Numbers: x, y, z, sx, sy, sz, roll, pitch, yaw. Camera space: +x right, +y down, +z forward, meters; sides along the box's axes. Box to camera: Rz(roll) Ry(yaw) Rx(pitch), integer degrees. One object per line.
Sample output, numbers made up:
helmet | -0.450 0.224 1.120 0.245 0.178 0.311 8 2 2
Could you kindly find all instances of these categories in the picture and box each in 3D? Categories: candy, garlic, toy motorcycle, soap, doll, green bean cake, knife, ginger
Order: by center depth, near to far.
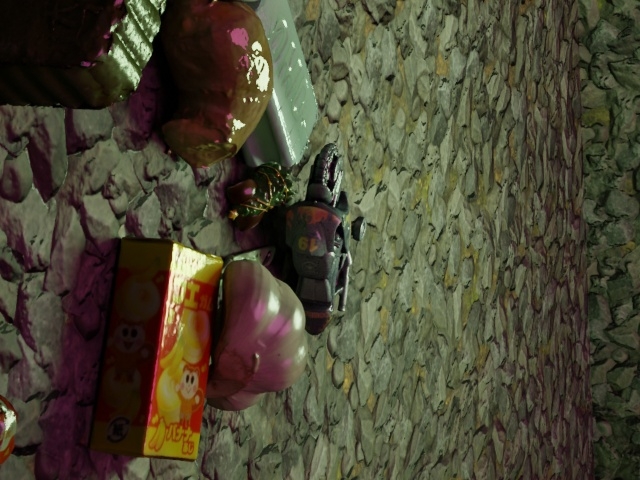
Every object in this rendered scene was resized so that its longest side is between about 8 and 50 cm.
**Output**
green bean cake | -0.276 -0.242 1.420 0.113 0.214 0.200 59 41 -59
candy | -0.374 0.298 1.461 0.084 0.078 0.287 -36 134 -73
candy | -0.208 0.142 1.755 0.146 0.088 0.276 21 74 -63
ginger | -0.137 -0.219 1.805 0.152 0.138 0.267 -31 126 -54
garlic | -0.086 0.130 1.874 0.178 0.143 0.229 -84 180 -48
soap | -0.082 -0.243 1.965 0.150 0.094 0.261 -62 144 -43
knife | -0.134 0.044 1.978 0.293 0.020 0.043 -22 116 -63
doll | -0.085 -0.063 2.001 0.113 0.077 0.078 -56 141 -47
toy motorcycle | 0.000 0.000 2.120 0.307 0.108 0.173 88 17 -44
